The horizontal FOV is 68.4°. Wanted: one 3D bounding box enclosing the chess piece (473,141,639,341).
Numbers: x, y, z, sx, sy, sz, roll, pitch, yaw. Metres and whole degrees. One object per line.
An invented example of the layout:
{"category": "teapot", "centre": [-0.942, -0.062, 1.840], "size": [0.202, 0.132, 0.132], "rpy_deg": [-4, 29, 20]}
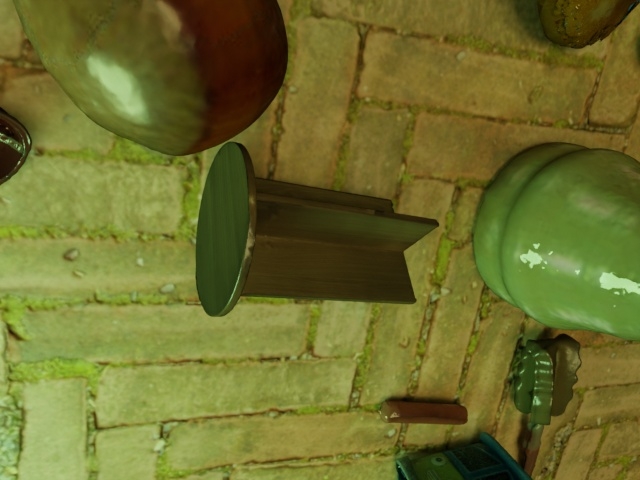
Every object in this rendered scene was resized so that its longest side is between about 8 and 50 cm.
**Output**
{"category": "chess piece", "centre": [0.365, 0.041, 0.461], "size": [0.234, 0.442, 0.234], "rpy_deg": [-5, 108, -15]}

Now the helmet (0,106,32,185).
{"category": "helmet", "centre": [-0.318, -0.090, 0.410], "size": [0.111, 0.057, 0.089], "rpy_deg": [-37, 156, 1]}

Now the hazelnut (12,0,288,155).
{"category": "hazelnut", "centre": [-0.122, -0.179, 0.388], "size": [0.214, 0.176, 0.214], "rpy_deg": [-5, 98, -44]}

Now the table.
{"category": "table", "centre": [0.000, 0.000, 0.500], "size": [0.226, 0.167, 0.167], "rpy_deg": [7, 104, -29]}

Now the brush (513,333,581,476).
{"category": "brush", "centre": [0.340, 0.283, 0.735], "size": [0.084, 0.071, 0.301], "rpy_deg": [-8, 114, -19]}

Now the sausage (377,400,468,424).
{"category": "sausage", "centre": [0.150, 0.248, 0.679], "size": [0.147, 0.035, 0.030], "rpy_deg": [10, 71, -21]}

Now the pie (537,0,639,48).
{"category": "pie", "centre": [0.334, -0.333, 0.487], "size": [0.273, 0.069, 0.273], "rpy_deg": [-31, 155, -16]}

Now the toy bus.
{"category": "toy bus", "centre": [0.213, 0.470, 0.701], "size": [0.190, 0.152, 0.312], "rpy_deg": [-10, 109, -14]}
